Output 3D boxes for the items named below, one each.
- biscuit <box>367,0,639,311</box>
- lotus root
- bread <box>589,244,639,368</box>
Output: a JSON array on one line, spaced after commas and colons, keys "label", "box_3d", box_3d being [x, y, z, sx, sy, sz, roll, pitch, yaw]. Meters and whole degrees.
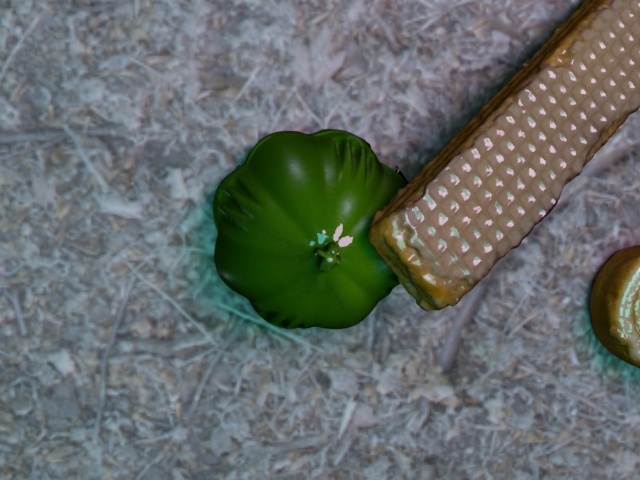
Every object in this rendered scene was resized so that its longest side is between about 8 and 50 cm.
[{"label": "biscuit", "box_3d": [0.185, -0.099, 0.866, 0.378, 0.054, 0.094, -46, 105, -20]}, {"label": "lotus root", "box_3d": [0.000, 0.000, 0.869, 0.186, 0.186, 0.186, -1, 100, -6]}, {"label": "bread", "box_3d": [0.321, 0.061, 0.961, 0.149, 0.073, 0.122, 8, 97, -8]}]
